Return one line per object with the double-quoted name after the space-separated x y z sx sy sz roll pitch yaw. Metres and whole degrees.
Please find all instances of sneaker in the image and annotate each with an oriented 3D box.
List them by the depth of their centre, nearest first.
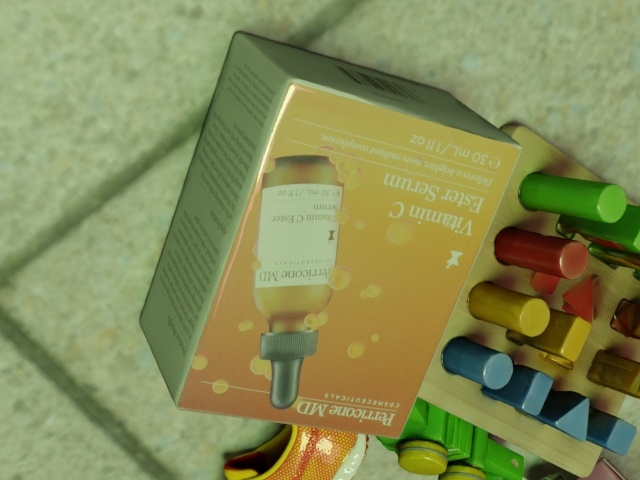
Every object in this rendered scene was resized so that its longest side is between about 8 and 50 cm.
-0.036 0.162 0.672 0.067 0.064 0.175 25 98 -9 "sneaker"

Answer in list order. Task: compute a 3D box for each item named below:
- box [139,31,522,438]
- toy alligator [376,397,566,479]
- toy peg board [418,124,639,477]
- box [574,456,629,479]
0.000 0.000 0.581 0.130 0.091 0.170 11 109 -25 "box"
0.084 0.130 0.704 0.051 0.056 0.190 -16 142 39 "toy alligator"
0.148 0.043 0.640 0.161 0.079 0.160 29 83 -29 "toy peg board"
0.158 0.298 0.747 0.243 0.117 0.213 -40 133 0 "box"
